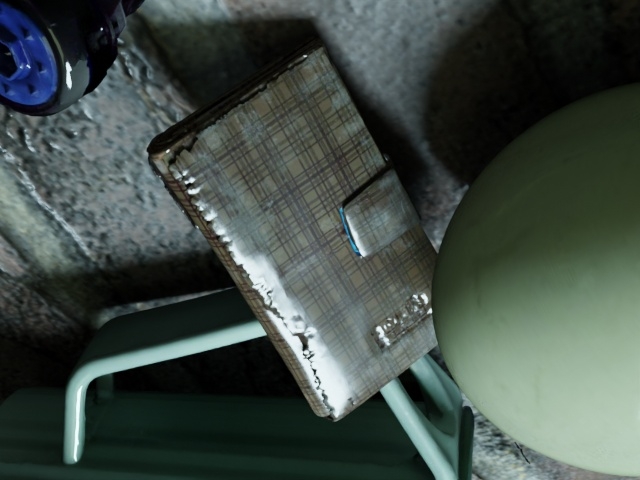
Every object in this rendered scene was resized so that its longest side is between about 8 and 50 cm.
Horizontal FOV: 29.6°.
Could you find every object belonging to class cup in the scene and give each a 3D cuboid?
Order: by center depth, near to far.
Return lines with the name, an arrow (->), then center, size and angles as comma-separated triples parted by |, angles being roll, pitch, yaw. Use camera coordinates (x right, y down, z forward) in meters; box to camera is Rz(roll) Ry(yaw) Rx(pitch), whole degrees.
cup -> -0.061, 0.223, 0.959 | 0.392, 0.401, 0.310 | 7, 176, 6

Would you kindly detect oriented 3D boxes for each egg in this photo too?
egg -> 0.188, 0.020, 0.679 | 0.269, 0.219, 0.219 | -23, 135, 27

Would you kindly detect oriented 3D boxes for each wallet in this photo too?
wallet -> 0.000, 0.000, 0.738 | 0.124, 0.042, 0.230 | -36, 120, -9

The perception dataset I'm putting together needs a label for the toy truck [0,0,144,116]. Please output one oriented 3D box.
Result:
toy truck -> -0.124, -0.181, 0.523 | 0.177, 0.161, 0.213 | 34, 138, -5
